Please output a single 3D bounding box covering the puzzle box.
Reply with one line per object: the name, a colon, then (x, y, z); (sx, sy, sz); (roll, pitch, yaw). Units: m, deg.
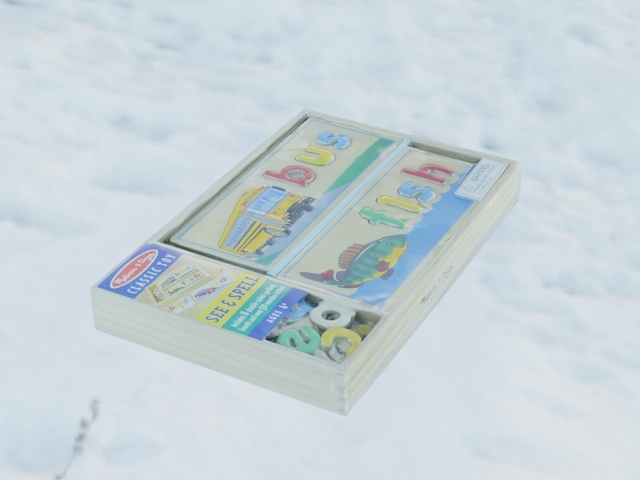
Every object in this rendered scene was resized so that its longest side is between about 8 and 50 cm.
puzzle box: (0.000, 0.000, 1.386); (0.272, 0.052, 0.409); (15, 36, 24)
